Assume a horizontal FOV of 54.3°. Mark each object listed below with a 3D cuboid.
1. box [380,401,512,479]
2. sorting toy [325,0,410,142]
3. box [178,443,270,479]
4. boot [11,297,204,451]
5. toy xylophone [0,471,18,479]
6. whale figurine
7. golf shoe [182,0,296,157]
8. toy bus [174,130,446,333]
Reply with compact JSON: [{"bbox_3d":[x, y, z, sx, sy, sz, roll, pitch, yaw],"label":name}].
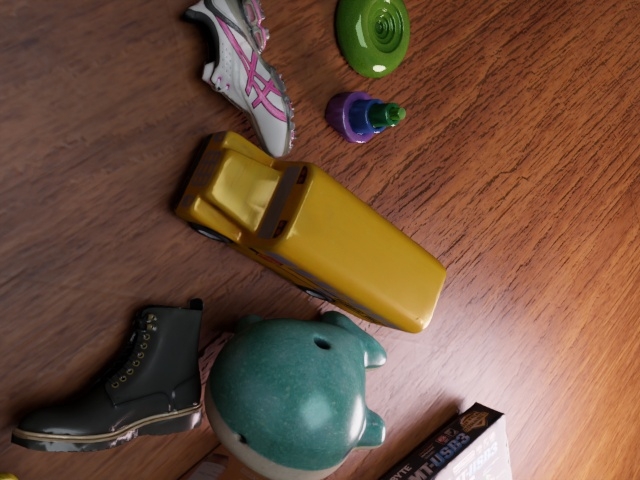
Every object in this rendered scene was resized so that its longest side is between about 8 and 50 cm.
[{"bbox_3d":[0.209,0.467,1.025,0.295,0.073,0.293,-27,112,-35],"label":"box"},{"bbox_3d":[0.111,-0.299,0.790,0.127,0.126,0.365,22,81,-41],"label":"sorting toy"},{"bbox_3d":[-0.109,0.319,0.685,0.170,0.130,0.091,-35,119,-33],"label":"box"},{"bbox_3d":[-0.202,0.127,0.623,0.198,0.077,0.137,5,89,-55],"label":"boot"},{"bbox_3d":[-0.344,0.243,0.477,0.236,0.081,0.323,-32,127,-32],"label":"toy xylophone"},{"bbox_3d":[-0.003,0.142,0.706,0.272,0.216,0.141,-27,151,-55],"label":"whale figurine"},{"bbox_3d":[-0.087,-0.174,0.681,0.086,0.067,0.186,-25,106,-19],"label":"golf shoe"},{"bbox_3d":[0.000,0.000,0.732,0.332,0.130,0.108,34,74,-39],"label":"toy bus"}]
